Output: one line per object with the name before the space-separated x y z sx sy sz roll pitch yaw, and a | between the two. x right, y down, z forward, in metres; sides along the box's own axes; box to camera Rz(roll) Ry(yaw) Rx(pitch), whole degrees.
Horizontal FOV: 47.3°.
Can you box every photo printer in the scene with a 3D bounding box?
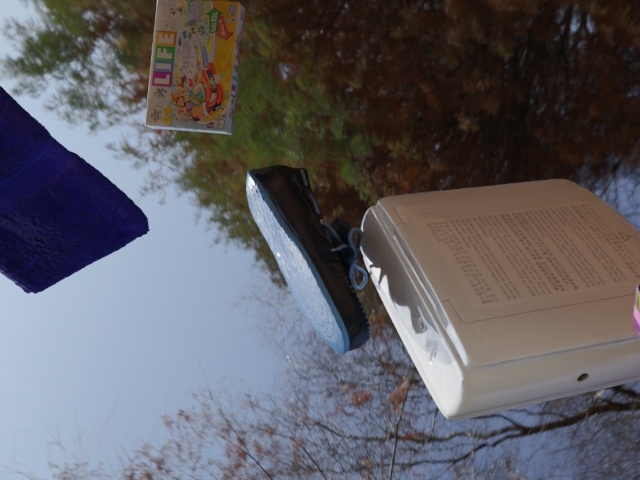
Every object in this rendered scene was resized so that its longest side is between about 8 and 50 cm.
photo printer | 0.226 0.046 0.778 0.308 0.107 0.256 -8 -135 -20

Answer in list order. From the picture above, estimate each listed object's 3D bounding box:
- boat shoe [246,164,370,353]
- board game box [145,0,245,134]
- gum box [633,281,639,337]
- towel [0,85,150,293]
boat shoe | 0.000 0.000 0.800 0.089 0.109 0.258 -16 -121 -20
board game box | -0.151 -0.209 0.877 0.104 0.026 0.154 5 -89 10
gum box | 0.298 0.016 0.495 0.188 0.107 0.062 -40 -122 2
towel | -0.398 -0.050 0.932 0.228 0.308 0.076 -24 -130 18
